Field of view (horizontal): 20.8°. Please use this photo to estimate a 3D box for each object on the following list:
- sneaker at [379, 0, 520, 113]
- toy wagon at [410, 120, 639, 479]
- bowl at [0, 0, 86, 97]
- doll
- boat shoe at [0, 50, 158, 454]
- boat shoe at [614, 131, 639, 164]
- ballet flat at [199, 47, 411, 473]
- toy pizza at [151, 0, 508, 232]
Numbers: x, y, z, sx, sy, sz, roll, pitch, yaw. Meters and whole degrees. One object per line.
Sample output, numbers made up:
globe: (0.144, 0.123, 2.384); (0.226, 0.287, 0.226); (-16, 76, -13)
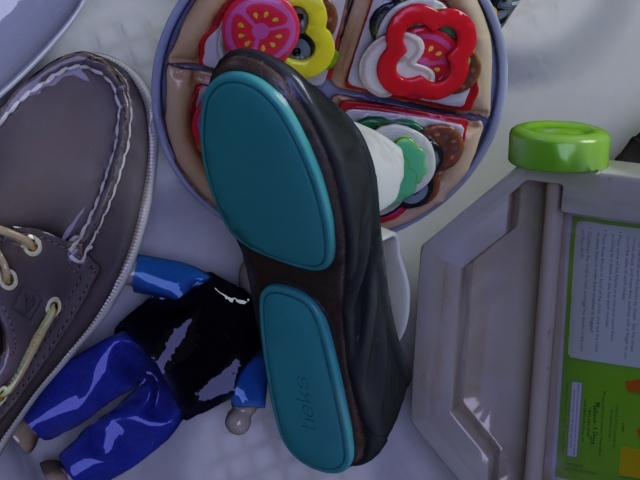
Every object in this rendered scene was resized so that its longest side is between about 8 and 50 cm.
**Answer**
sneaker: (0.090, -0.163, 0.997); (0.084, 0.083, 0.215); (27, 93, -15)
toy wagon: (0.220, 0.079, 0.963); (0.344, 0.068, 0.267); (8, 107, 20)
bowl: (-0.213, -0.141, 0.956); (0.142, 0.053, 0.142); (-44, 100, -4)
doll: (-0.091, 0.065, 1.001); (0.189, 0.046, 0.129); (-36, 95, -6)
boat shoe: (-0.189, 0.035, 0.936); (0.117, 0.097, 0.324); (29, 83, 9)
boat shoe: (0.291, 0.066, 1.048); (0.130, 0.132, 0.355); (-32, 93, 4)
ballet flat: (0.000, 0.000, 0.944); (0.096, 0.095, 0.280); (-43, 140, -36)
toy pizza: (0.007, -0.081, 0.969); (0.201, 0.032, 0.201); (-4, 118, -7)
